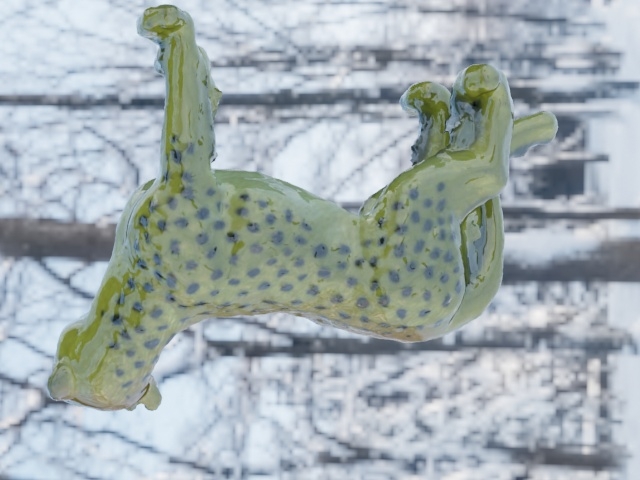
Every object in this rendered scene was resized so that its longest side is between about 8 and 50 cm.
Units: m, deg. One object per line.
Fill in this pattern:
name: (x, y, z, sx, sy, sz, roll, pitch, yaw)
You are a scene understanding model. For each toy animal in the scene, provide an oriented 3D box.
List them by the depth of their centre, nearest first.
toy animal: (0.000, 0.000, 0.555, 0.073, 0.181, 0.136, 159, 117, -73)
